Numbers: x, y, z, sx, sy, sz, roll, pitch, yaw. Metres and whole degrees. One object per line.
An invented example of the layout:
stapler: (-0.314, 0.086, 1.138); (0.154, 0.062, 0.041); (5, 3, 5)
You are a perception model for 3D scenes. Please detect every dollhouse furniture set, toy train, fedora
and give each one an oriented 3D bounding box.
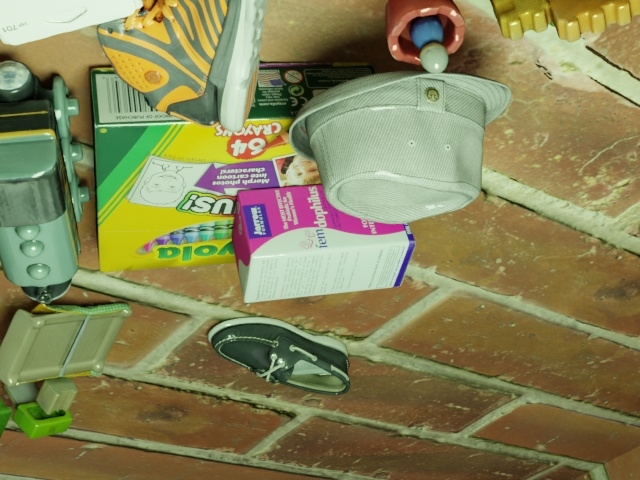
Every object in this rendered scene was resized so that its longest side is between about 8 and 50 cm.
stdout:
dollhouse furniture set: (-0.479, 0.180, 1.692); (0.197, 0.151, 0.301); (-3, 133, -49)
toy train: (-0.364, -0.062, 1.262); (0.142, 0.190, 0.334); (-4, 145, -10)
fedora: (0.101, -0.097, 1.189); (0.275, 0.124, 0.244); (5, 158, -35)

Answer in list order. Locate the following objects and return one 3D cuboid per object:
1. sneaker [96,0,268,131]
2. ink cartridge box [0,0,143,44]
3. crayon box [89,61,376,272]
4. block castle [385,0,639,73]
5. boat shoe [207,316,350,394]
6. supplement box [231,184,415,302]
sneaker: (-0.150, -0.268, 1.092); (0.180, 0.124, 0.321); (13, 124, 1)
ink cartridge box: (-0.252, -0.294, 0.962); (0.140, 0.190, 0.082); (-14, 146, 3)
crayon box: (-0.120, -0.092, 1.365); (0.363, 0.106, 0.313); (-4, 145, -13)
block castle: (0.243, -0.360, 0.995); (0.453, 0.213, 0.303); (-19, 145, 10)
boat shoe: (-0.065, 0.215, 1.838); (0.302, 0.091, 0.114); (13, 138, -32)
supplement box: (0.000, 0.000, 1.348); (0.220, 0.111, 0.114); (-7, 146, -13)
